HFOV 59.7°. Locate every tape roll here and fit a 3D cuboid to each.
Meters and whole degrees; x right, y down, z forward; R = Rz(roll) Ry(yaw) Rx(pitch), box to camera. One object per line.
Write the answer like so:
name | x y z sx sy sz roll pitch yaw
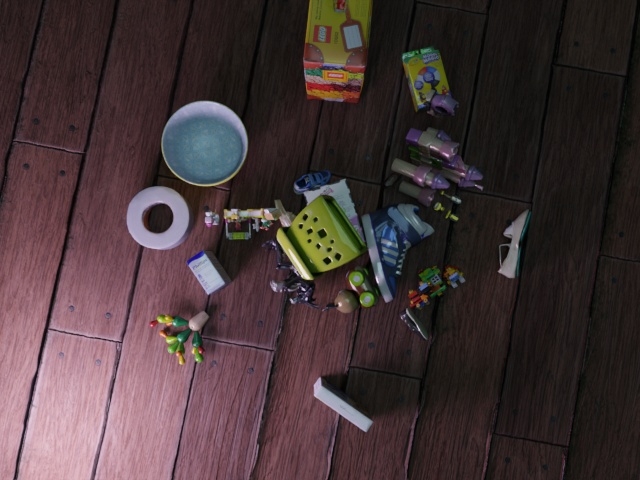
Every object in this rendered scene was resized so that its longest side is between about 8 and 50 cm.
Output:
tape roll | -0.560 -0.078 1.951 0.219 0.072 0.219 0 86 0

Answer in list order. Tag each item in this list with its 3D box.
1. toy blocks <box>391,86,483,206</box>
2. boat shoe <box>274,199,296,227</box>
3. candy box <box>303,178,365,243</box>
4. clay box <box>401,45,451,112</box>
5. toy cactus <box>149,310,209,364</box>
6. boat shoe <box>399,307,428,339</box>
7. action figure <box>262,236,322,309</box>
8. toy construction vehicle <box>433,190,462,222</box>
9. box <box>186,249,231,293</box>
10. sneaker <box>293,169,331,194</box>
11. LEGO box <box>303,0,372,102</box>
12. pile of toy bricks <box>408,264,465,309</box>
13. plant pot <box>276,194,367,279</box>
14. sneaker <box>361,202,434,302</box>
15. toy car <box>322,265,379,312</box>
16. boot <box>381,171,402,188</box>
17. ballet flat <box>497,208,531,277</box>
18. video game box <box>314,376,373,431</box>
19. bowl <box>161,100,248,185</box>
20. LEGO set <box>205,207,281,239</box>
toy blocks | 0.423 -0.273 1.835 0.260 0.288 0.309 25 84 19
boat shoe | -0.111 -0.071 1.957 0.059 0.063 0.170 -24 96 -4
candy box | 0.049 -0.080 1.948 0.159 0.071 0.233 -17 87 2
clay box | 0.376 -0.582 1.985 0.127 0.053 0.222 -15 88 -1
toy cactus | -0.463 0.312 1.922 0.219 0.112 0.180 43 78 11
boat shoe | 0.327 0.296 1.942 0.042 0.049 0.133 -36 94 26
action figure | -0.107 0.130 1.899 0.141 0.164 0.276 -27 77 -11
toy construction vehicle | 0.455 -0.121 1.972 0.098 0.035 0.086 26 98 4
box | -0.380 0.108 1.912 0.072 0.126 0.137 -34 87 0
sneaker | -0.029 -0.209 1.959 0.144 0.059 0.053 -26 71 -3
LEGO box | 0.068 -0.753 1.838 0.193 0.372 0.500 6 86 1
pile of toy bricks | 0.380 0.140 1.929 0.212 0.118 0.105 -35 55 7
plant pot | 0.000 0.000 1.805 0.207 0.228 0.227 -34 86 10
sneaker | 0.286 0.031 1.911 0.236 0.130 0.323 -14 81 4
toy car | 0.091 0.187 1.903 0.188 0.155 0.149 -28 87 11
boot | 0.258 -0.220 1.934 0.106 0.114 0.037 -44 88 -2
ballet flat | 0.670 0.006 1.942 0.086 0.086 0.248 13 88 1
video game box | 0.071 0.540 1.855 0.205 0.187 0.048 35 88 1
bowl | -0.384 -0.318 1.921 0.289 0.156 0.289 0 86 0
LEGO set | -0.248 -0.056 1.918 0.287 0.132 0.107 0 92 22
